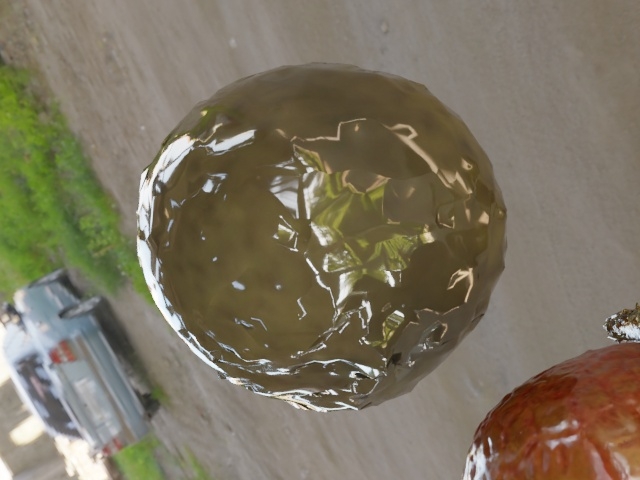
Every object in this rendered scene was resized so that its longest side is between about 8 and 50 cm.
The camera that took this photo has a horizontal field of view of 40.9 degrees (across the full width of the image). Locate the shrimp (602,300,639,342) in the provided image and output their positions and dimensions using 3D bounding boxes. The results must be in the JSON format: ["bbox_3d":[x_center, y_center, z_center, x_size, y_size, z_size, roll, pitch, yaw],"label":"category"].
[{"bbox_3d":[0.336,0.051,0.804,0.034,0.124,0.178,41,168,-6],"label":"shrimp"}]

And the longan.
[{"bbox_3d":[0.000,0.000,0.919,0.391,0.391,0.391,46,155,29],"label":"longan"}]

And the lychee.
[{"bbox_3d":[0.235,0.219,0.722,0.255,0.300,0.255,27,133,33],"label":"lychee"}]
